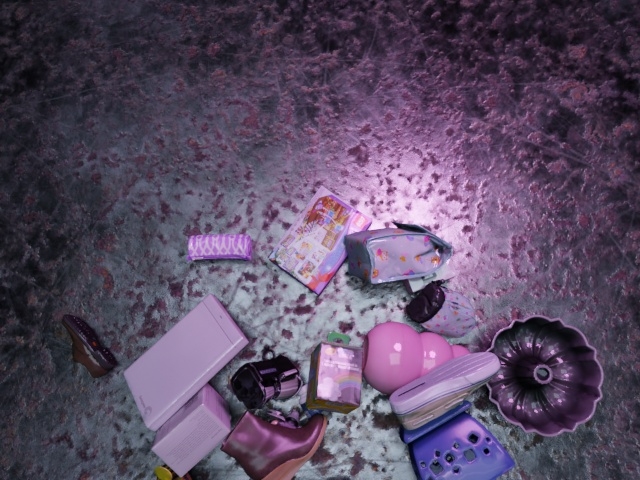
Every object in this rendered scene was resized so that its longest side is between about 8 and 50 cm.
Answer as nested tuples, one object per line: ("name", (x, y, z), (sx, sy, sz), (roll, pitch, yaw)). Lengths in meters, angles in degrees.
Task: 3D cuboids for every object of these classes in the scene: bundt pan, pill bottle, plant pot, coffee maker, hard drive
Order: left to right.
("hard drive", (-0.403, 0.346, 1.418), (0.353, 0.047, 0.233), (-43, 48, -6))
("coffee maker", (-0.166, 0.392, 1.372), (0.171, 0.178, 0.120), (27, 98, 32))
("pill bottle", (-0.022, 0.484, 1.418), (0.067, 0.067, 0.120), (-31, 79, -4))
("plant pot", (0.345, 0.562, 1.309), (0.236, 0.236, 0.212), (-29, 72, -4))
("bundt pan", (0.618, 0.383, 1.385), (0.331, 0.124, 0.330), (0, 77, 2))

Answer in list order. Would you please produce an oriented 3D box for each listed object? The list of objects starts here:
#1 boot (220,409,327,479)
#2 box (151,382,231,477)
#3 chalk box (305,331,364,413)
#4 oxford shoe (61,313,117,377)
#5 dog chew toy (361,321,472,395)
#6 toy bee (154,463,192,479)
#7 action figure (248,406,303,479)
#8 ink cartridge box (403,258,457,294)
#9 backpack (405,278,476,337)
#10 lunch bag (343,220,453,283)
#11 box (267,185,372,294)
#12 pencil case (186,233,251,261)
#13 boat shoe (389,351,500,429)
("boot", (-0.118, 0.524, 1.296), (0.207, 0.090, 0.248), (44, 66, -5))
("box", (-0.358, 0.522, 1.352), (0.182, 0.181, 0.119), (-41, 102, -6))
("chalk box", (0.042, 0.372, 1.381), (0.133, 0.132, 0.212), (13, 58, -8))
("oxford shoe", (-0.734, 0.326, 1.473), (0.096, 0.083, 0.227), (-41, 78, -2))
("dog chew toy", (0.287, 0.348, 1.374), (0.332, 0.206, 0.206), (9, 79, -3))
("toy bee", (-0.379, 0.708, 1.277), (0.162, 0.195, 0.298), (-21, 38, 3))
("action figure", (-0.127, 0.611, 1.373), (0.186, 0.099, 0.284), (21, 60, 13))
("ink cartridge box", (0.313, 0.117, 1.463), (0.180, 0.104, 0.060), (-21, 79, -2))
("backpack", (0.365, 0.209, 1.408), (0.182, 0.152, 0.115), (21, 41, -24))
("lunch bag", (0.226, 0.028, 1.408), (0.263, 0.223, 0.159), (-10, 97, -12))
("box", (0.000, 0.000, 1.523), (0.201, 0.057, 0.293), (36, 82, 9))
("pencil case", (-0.319, 0.024, 1.515), (0.206, 0.086, 0.088), (-3, 44, 3))
("boat shoe", (0.327, 0.386, 1.244), (0.303, 0.109, 0.094), (-25, 101, 2))
